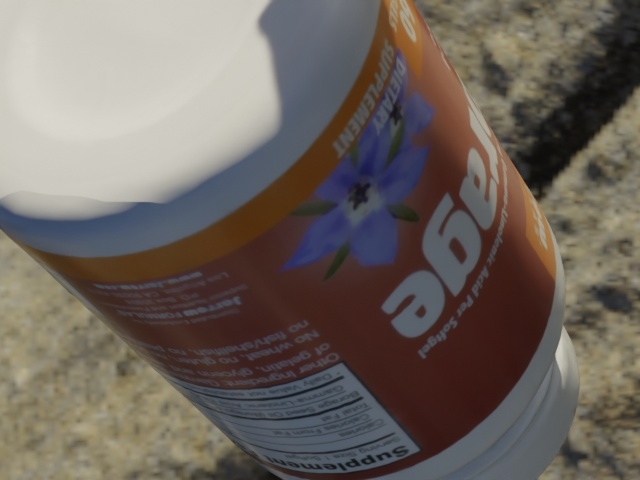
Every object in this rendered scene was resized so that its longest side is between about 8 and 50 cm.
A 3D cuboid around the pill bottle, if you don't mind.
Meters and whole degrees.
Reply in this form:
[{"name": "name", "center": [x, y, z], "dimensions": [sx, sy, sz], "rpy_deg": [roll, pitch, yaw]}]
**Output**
[{"name": "pill bottle", "center": [0.000, 0.000, 0.485], "dimensions": [0.121, 0.216, 0.121], "rpy_deg": [-15, 53, 21]}]
